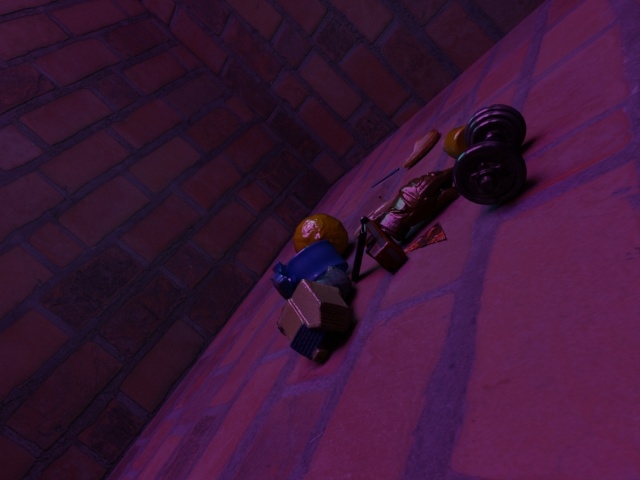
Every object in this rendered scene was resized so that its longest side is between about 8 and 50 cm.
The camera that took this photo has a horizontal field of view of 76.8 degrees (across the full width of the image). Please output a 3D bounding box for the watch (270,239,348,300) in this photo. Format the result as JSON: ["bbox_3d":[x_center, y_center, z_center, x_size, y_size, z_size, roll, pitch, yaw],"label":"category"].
[{"bbox_3d":[-0.047,0.119,1.588,0.275,0.241,0.305,-39,-18,6],"label":"watch"}]

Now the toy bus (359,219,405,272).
[{"bbox_3d":[0.212,0.012,1.460,0.092,0.093,0.409,-50,10,10],"label":"toy bus"}]

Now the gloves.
[{"bbox_3d":[0.342,-0.142,1.390,0.331,0.141,0.154,-46,9,5],"label":"gloves"}]

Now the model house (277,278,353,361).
[{"bbox_3d":[-0.003,0.266,1.259,0.214,0.195,0.189,-59,32,12],"label":"model house"}]

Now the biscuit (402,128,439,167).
[{"bbox_3d":[0.567,-0.519,2.220,0.205,0.040,0.309,-37,14,47],"label":"biscuit"}]

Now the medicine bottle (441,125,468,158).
[{"bbox_3d":[0.533,-0.373,1.549,0.122,0.122,0.212,-46,10,6],"label":"medicine bottle"}]

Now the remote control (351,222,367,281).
[{"bbox_3d":[0.138,0.048,1.438,0.063,0.025,0.245,-82,-2,-50],"label":"remote control"}]

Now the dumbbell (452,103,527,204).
[{"bbox_3d":[0.478,-0.247,1.128,0.179,0.179,0.406,-38,13,41],"label":"dumbbell"}]

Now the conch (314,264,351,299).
[{"bbox_3d":[0.027,0.195,1.435,0.202,0.134,0.196,-54,-34,-2],"label":"conch"}]

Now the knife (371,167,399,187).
[{"bbox_3d":[0.395,-0.389,2.506,0.044,0.019,0.313,-44,6,-29],"label":"knife"}]

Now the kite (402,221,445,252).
[{"bbox_3d":[0.346,-0.021,1.276,0.125,0.008,0.222,-52,11,-27],"label":"kite"}]

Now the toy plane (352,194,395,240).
[{"bbox_3d":[0.238,-0.091,1.778,0.256,0.104,0.242,-52,-7,9],"label":"toy plane"}]

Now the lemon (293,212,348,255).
[{"bbox_3d":[0.000,0.000,1.943,0.268,0.268,0.322,-47,10,2],"label":"lemon"}]
